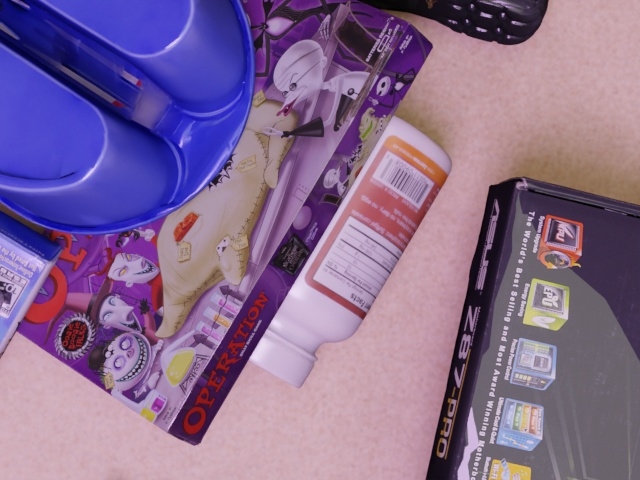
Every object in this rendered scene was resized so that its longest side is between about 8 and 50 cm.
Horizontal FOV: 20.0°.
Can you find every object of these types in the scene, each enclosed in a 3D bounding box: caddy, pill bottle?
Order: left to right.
[{"bbox_3d":[-0.214,-0.154,1.346,0.341,0.179,0.241,34,91,14],"label":"caddy"},{"bbox_3d":[0.000,0.000,1.410,0.121,0.121,0.216,32,87,-6],"label":"pill bottle"}]

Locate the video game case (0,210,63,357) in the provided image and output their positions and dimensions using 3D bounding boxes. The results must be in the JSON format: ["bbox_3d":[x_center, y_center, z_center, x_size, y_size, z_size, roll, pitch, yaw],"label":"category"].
[{"bbox_3d":[-0.371,0.045,1.361,0.270,0.061,0.244,30,102,-4],"label":"video game case"}]

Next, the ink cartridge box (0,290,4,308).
[{"bbox_3d":[-0.458,0.110,1.302,0.308,0.091,0.385,35,103,-5],"label":"ink cartridge box"}]

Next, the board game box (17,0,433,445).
[{"bbox_3d":[-0.085,-0.043,1.376,0.056,0.208,0.346,34,85,-50],"label":"board game box"}]

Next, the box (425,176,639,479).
[{"bbox_3d":[0.241,0.179,1.346,0.318,0.097,0.394,14,86,-10],"label":"box"}]

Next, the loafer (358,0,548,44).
[{"bbox_3d":[0.075,-0.223,1.448,0.223,0.076,0.078,18,58,-2],"label":"loafer"}]
